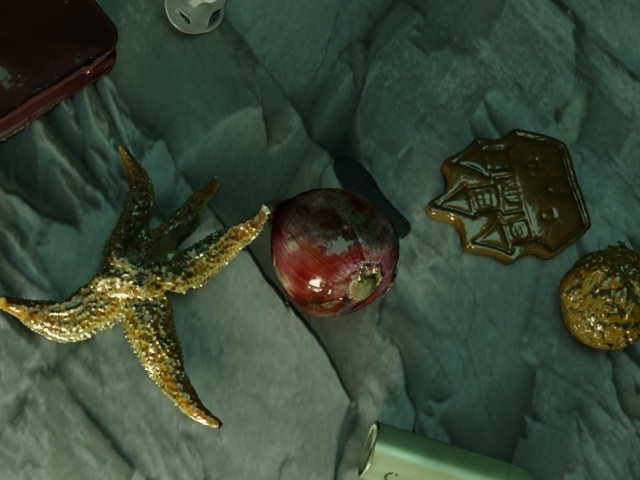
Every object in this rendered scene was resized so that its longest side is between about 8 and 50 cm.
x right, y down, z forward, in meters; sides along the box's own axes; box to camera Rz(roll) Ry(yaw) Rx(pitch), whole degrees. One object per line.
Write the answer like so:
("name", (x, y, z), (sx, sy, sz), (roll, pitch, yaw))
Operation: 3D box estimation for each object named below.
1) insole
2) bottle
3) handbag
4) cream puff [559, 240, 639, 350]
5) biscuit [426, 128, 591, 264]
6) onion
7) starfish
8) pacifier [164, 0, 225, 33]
("insole", (0.066, -0.055, 1.910), (0.045, 0.002, 0.135), (-41, 83, -21))
("bottle", (0.150, 0.279, 1.770), (0.202, 0.072, 0.072), (18, 68, -5))
("handbag", (-0.420, -0.259, 1.838), (0.275, 0.084, 0.260), (-34, 83, -21))
("cream puff", (0.371, 0.072, 1.877), (0.126, 0.103, 0.144), (45, 73, 4))
("biscuit", (0.241, -0.056, 1.932), (0.215, 0.034, 0.182), (-10, 73, -16))
("onion", (0.000, 0.000, 1.805), (0.159, 0.159, 0.195), (-33, 56, -21))
("starfish", (-0.184, 0.030, 1.781), (0.302, 0.084, 0.293), (28, 68, 3))
("pacifier", (-0.151, -0.314, 1.917), (0.081, 0.078, 0.099), (40, 65, -19))
